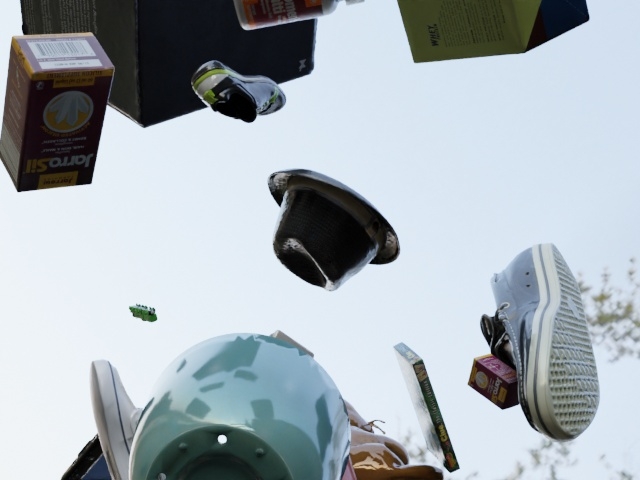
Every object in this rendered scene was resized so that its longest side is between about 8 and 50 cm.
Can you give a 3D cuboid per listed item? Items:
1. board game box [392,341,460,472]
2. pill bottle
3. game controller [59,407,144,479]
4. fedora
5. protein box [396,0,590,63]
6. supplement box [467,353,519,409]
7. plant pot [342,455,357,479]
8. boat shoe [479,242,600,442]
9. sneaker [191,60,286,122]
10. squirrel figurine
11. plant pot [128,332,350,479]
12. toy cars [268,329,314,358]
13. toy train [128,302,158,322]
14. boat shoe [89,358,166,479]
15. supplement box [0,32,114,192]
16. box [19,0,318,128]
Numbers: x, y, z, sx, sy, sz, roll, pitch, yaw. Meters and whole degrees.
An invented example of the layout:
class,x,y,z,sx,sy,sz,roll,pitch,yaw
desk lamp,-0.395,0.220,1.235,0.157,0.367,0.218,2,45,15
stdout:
class,x,y,z,sx,sy,sz,roll,pitch,yaw
board game box,0.222,0.350,2.035,0.136,0.030,0.259,-153,-138,-72
pill bottle,-0.039,-0.444,1.680,0.121,0.221,0.121,-10,90,-86
game controller,-0.426,0.450,2.041,0.319,0.167,0.067,-49,-125,31
fedora,0.000,0.000,1.975,0.334,0.152,0.334,26,-21,11
protein box,0.208,-0.349,1.248,0.201,0.136,0.199,7,-60,53
supplement box,0.286,0.230,1.574,0.083,0.043,0.054,33,-58,45
plant pot,-0.054,0.424,1.795,0.272,0.273,0.265,122,-38,-55
boat shoe,0.361,0.174,1.633,0.156,0.500,0.186,-27,-69,21
sneaker,-0.135,-0.235,1.680,0.084,0.235,0.097,-41,-115,26
squirrel figurine,0.014,0.481,2.179,0.281,0.397,0.370,-65,-153,25
plant pot,-0.109,0.286,1.226,0.293,0.293,0.235,61,6,-5
toy cars,-0.072,0.343,1.525,0.087,0.177,0.393,-27,-109,55
toy train,-0.272,0.112,1.479,0.083,0.017,0.023,3,-70,58
boat shoe,-0.280,0.297,1.446,0.095,0.084,0.258,-32,-107,62
supplement box,-0.332,-0.158,1.205,0.080,0.104,0.188,55,-41,33
box,-0.334,-0.515,2.125,0.472,0.480,0.297,34,-46,34
